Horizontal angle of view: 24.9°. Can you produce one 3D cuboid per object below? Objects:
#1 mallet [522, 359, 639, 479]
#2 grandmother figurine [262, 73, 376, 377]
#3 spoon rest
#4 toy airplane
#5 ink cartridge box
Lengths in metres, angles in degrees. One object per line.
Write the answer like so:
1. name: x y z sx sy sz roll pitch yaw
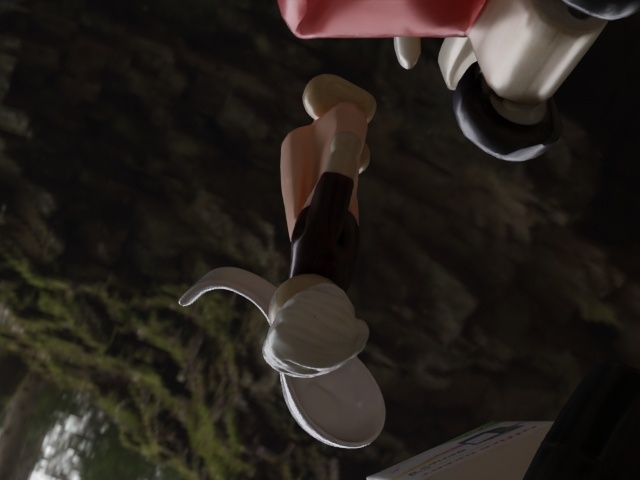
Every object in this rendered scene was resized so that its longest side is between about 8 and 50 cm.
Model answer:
1. mallet: 0.102 0.084 0.472 0.039 0.189 0.062 27 -94 23
2. grandmother figurine: 0.000 0.000 1.338 0.104 0.208 0.342 0 -143 6
3. spoon rest: -0.034 0.129 1.664 0.276 0.084 0.137 41 -142 1
4. toy airplane: 0.157 -0.244 0.797 0.272 0.386 0.384 49 -165 15
5. ink cartridge box: 0.147 0.242 1.398 0.154 0.212 0.093 -22 -92 -11
